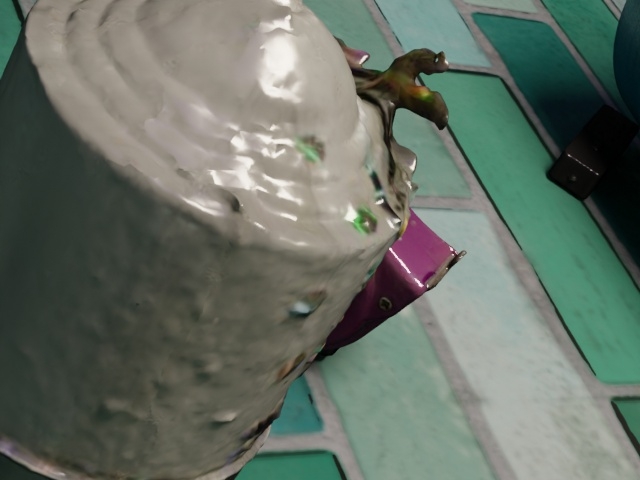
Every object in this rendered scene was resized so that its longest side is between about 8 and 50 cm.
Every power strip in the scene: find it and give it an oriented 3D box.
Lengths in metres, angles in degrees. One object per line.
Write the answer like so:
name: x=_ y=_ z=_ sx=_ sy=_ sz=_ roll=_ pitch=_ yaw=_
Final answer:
power strip: x=0.215 y=-0.071 z=0.998 sx=0.038 sy=0.029 sz=0.111 roll=35 pitch=38 yaw=9

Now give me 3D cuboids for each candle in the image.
candle: x=-0.059 y=-0.025 z=0.551 sx=0.187 sy=0.330 sz=0.187 roll=23 pitch=32 yaw=-16

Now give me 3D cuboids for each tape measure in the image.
tape measure: x=0.000 y=0.000 z=0.711 sx=0.118 sy=0.125 sz=0.074 roll=49 pitch=36 yaw=1

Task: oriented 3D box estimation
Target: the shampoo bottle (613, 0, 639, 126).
shampoo bottle: x=0.423 y=-0.070 z=0.873 sx=0.331 sy=0.331 sz=0.342 roll=2 pitch=47 yaw=-29
